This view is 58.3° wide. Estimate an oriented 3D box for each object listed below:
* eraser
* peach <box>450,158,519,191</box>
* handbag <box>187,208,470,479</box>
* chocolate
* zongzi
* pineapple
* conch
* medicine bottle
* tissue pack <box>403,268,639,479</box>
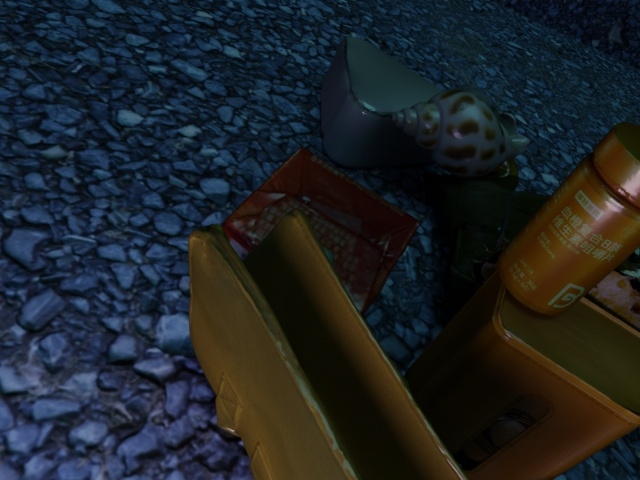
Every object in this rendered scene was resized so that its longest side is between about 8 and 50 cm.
[{"bbox_3d":[0.117,-0.273,1.221,0.331,0.150,0.331,18,39,-16],"label":"eraser"},{"bbox_3d":[0.367,-0.147,1.252,0.151,0.151,0.118,29,53,0],"label":"peach"},{"bbox_3d":[-0.007,0.188,0.560,0.133,0.283,0.401,-16,59,-34],"label":"handbag"},{"bbox_3d":[0.000,0.000,0.881,0.237,0.108,0.235,32,48,6],"label":"chocolate"},{"bbox_3d":[0.256,-0.009,1.048,0.360,0.160,0.323,30,46,33],"label":"zongzi"},{"bbox_3d":[0.372,0.035,0.812,0.262,0.262,0.271,39,49,11],"label":"pineapple"},{"bbox_3d":[0.270,-0.211,1.109,0.275,0.149,0.183,26,34,-30],"label":"conch"},{"bbox_3d":[0.269,-0.015,0.576,0.096,0.192,0.096,15,44,-15],"label":"medicine bottle"},{"bbox_3d":[0.229,0.190,0.704,0.194,0.274,0.145,31,41,4],"label":"tissue pack"}]
